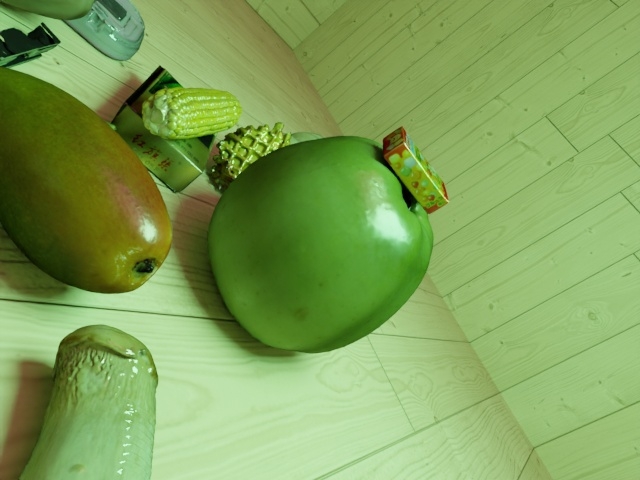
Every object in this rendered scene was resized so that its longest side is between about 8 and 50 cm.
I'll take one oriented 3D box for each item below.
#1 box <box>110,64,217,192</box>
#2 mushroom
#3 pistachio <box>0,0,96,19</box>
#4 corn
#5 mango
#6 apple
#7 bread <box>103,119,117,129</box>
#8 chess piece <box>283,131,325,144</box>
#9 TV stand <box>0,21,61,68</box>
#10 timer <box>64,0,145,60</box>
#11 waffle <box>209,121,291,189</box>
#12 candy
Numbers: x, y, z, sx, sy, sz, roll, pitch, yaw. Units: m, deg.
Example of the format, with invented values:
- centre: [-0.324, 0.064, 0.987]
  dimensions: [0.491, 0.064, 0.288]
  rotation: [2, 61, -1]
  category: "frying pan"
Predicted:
- centre: [-0.273, -0.208, 0.812]
  dimensions: [0.159, 0.071, 0.240]
  rotation: [42, 22, -28]
  category: "box"
- centre: [-0.158, 0.219, 0.305]
  dimensions: [0.122, 0.095, 0.351]
  rotation: [61, 9, -49]
  category: "mushroom"
- centre: [-0.448, -0.454, 0.612]
  dimensions: [0.332, 0.207, 0.226]
  rotation: [24, 26, -35]
  category: "pistachio"
- centre: [-0.208, -0.216, 0.753]
  dimensions: [0.081, 0.081, 0.248]
  rotation: [52, 20, -7]
  category: "corn"
- centre: [-0.267, -0.069, 0.456]
  dimensions: [0.289, 0.146, 0.129]
  rotation: [53, 13, -1]
  category: "mango"
- centre: [0.000, 0.000, 0.728]
  dimensions: [0.357, 0.357, 0.357]
  rotation: [47, 20, -22]
  category: "apple"
- centre: [-0.338, -0.160, 0.542]
  dimensions: [0.139, 0.084, 0.074]
  rotation: [50, 20, -12]
  category: "bread"
- centre: [-0.090, -0.205, 1.136]
  dimensions: [0.166, 0.167, 0.300]
  rotation: [57, 23, 7]
  category: "chess piece"
- centre: [-0.403, -0.239, 0.563]
  dimensions: [0.036, 0.042, 0.249]
  rotation: [53, 13, -28]
  category: "TV stand"
- centre: [-0.434, -0.452, 0.855]
  dimensions: [0.208, 0.069, 0.190]
  rotation: [41, 25, -37]
  category: "timer"
- centre: [-0.131, -0.146, 0.936]
  dimensions: [0.197, 0.070, 0.192]
  rotation: [-32, 99, -28]
  category: "waffle"
- centre: [0.139, -0.102, 0.656]
  dimensions: [0.122, 0.038, 0.062]
  rotation: [47, 28, -24]
  category: "candy"
